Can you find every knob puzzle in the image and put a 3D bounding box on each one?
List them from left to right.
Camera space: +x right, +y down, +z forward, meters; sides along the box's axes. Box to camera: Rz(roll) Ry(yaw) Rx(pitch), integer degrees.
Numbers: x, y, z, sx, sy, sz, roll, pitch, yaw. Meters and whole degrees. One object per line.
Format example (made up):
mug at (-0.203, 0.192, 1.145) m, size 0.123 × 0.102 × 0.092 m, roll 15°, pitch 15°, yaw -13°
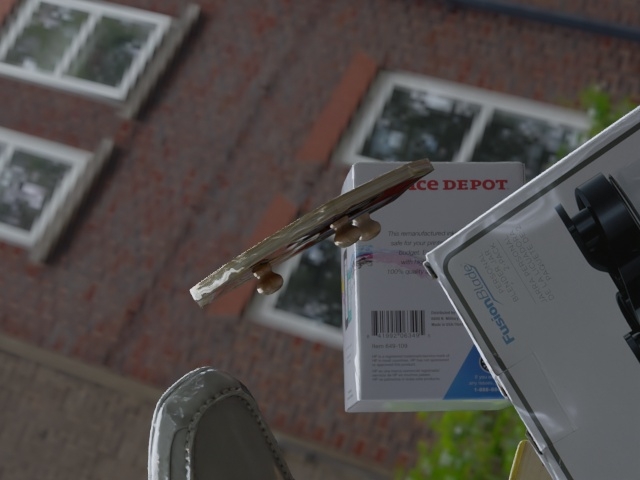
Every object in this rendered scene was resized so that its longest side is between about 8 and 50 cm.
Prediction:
knob puzzle at (0.000, 0.000, 1.148) m, size 0.213 × 0.213 × 0.030 m, roll -24°, pitch -96°, yaw -58°

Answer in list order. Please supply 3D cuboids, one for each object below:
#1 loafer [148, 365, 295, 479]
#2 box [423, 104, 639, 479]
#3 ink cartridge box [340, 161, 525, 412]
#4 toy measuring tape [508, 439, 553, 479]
loafer at (-0.041, 0.234, 1.220) m, size 0.112 × 0.111 × 0.319 m, roll -35°, pitch -54°, yaw -27°
box at (0.208, -0.002, 0.700) m, size 0.290 × 0.169 × 0.087 m, roll -37°, pitch -14°, yaw 25°
ink cartridge box at (0.128, 0.057, 1.927) m, size 0.197 × 0.198 × 0.270 m, roll 111°, pitch 158°, yaw -79°
toy measuring tape at (0.183, 0.165, 1.138) m, size 0.121 × 0.121 × 0.330 m, roll 32°, pitch -108°, yaw -63°
